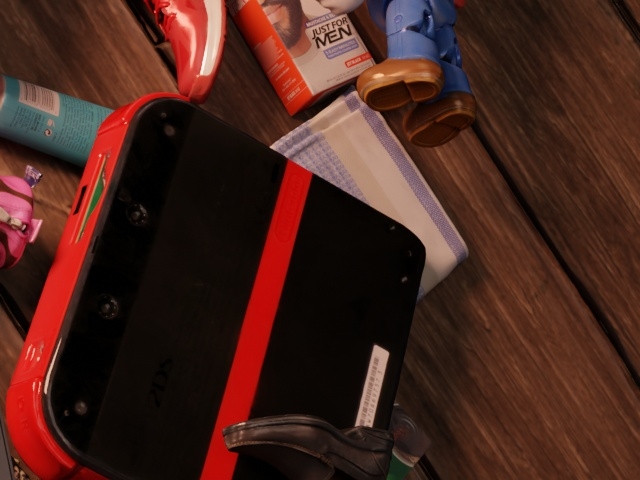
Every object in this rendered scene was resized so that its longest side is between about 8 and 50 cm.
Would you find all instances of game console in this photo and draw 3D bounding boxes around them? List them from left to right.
[{"bbox_3d":[-0.079,0.085,1.655,0.342,0.060,0.386,30,55,-24],"label":"game console"}]

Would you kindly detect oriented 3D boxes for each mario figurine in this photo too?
[{"bbox_3d":[0.070,-0.247,1.881,0.170,0.198,0.320,0,59,-2],"label":"mario figurine"}]

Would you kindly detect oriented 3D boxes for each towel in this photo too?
[{"bbox_3d":[0.000,0.000,1.798,0.285,0.034,0.209,-37,94,-35],"label":"towel"}]

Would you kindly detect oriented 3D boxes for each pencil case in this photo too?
[{"bbox_3d":[-0.336,-0.036,1.551,0.209,0.098,0.095,13,99,-36],"label":"pencil case"}]

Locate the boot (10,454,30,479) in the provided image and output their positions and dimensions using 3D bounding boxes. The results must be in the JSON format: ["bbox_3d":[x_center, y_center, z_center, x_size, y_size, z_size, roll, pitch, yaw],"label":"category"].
[{"bbox_3d":[-0.309,0.134,1.522,0.178,0.085,0.236,57,8,-35],"label":"boot"}]

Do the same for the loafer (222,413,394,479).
[{"bbox_3d":[-0.007,0.184,1.590,0.170,0.062,0.061,12,69,-32],"label":"loafer"}]

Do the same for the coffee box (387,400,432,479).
[{"bbox_3d":[0.011,0.206,1.708,0.113,0.040,0.184,49,53,-4],"label":"coffee box"}]

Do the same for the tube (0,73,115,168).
[{"bbox_3d":[-0.205,-0.094,1.712,0.207,0.052,0.080,19,69,-29],"label":"tube"}]

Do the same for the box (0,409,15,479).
[{"bbox_3d":[-0.270,0.270,1.348,0.169,0.087,0.290,-68,154,-62],"label":"box"}]

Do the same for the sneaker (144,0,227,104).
[{"bbox_3d":[-0.159,-0.231,1.793,0.128,0.087,0.221,7,57,-16],"label":"sneaker"}]

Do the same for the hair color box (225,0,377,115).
[{"bbox_3d":[-0.028,-0.218,1.869,0.093,0.053,0.167,-28,83,-36],"label":"hair color box"}]
